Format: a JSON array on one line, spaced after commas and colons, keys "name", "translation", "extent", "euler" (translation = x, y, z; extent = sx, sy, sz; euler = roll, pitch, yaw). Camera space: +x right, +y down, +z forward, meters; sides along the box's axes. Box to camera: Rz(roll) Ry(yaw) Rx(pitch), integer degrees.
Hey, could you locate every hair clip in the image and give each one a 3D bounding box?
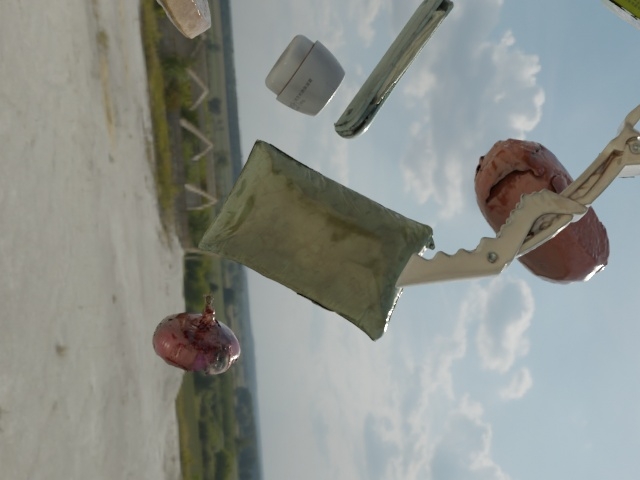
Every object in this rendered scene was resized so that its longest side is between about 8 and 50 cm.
[{"name": "hair clip", "translation": [0.157, -0.015, 0.467], "extent": [0.072, 0.226, 0.034], "euler": [55, 2, 14]}]

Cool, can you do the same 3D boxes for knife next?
[{"name": "knife", "translation": [0.068, -0.157, 0.607], "extent": [0.162, 0.023, 0.044], "euler": [-55, -153, -11]}]

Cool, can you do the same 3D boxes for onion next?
[{"name": "onion", "translation": [-0.201, 0.147, 1.148], "extent": [0.150, 0.150, 0.140], "euler": [-119, -137, -74]}]

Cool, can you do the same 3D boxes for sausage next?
[{"name": "sausage", "translation": [0.357, -0.045, 1.117], "extent": [0.280, 0.152, 0.152], "euler": [48, 5, -18]}]

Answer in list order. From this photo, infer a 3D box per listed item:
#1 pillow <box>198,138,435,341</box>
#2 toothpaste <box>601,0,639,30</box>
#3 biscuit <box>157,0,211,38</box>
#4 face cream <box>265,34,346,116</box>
[{"name": "pillow", "translation": [0.000, 0.000, 0.975], "extent": [0.185, 0.302, 0.075], "euler": [-62, 178, -9]}, {"name": "toothpaste", "translation": [0.497, -0.254, 0.858], "extent": [0.327, 0.110, 0.077], "euler": [46, -64, 20]}, {"name": "biscuit", "translation": [-0.267, -0.507, 1.061], "extent": [0.394, 0.070, 0.350], "euler": [65, 9, -70]}, {"name": "face cream", "translation": [-0.025, -0.269, 1.120], "extent": [0.117, 0.104, 0.117], "euler": [-51, -166, 18]}]
